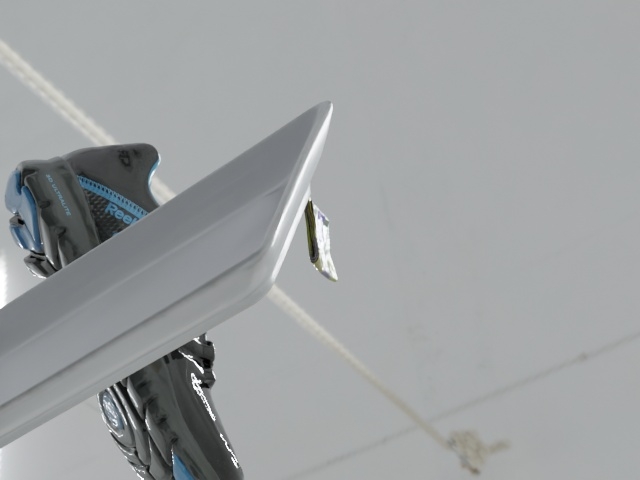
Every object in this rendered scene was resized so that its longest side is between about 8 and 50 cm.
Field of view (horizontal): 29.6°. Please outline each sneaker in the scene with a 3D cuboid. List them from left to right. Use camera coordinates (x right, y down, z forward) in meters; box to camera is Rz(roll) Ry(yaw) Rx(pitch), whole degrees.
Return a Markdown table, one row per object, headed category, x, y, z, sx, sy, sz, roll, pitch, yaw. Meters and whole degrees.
| category | x | y | z | sx | sy | sz | roll | pitch | yaw |
| --- | --- | --- | --- | --- | --- | --- | --- | --- | --- |
| sneaker | -0.132 | 0.065 | 1.008 | 0.341 | 0.139 | 0.125 | 63 | -31 | 10 |

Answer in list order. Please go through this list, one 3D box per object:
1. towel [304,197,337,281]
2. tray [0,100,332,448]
| category | x | y | z | sx | sy | sz | roll | pitch | yaw |
| --- | --- | --- | --- | --- | --- | --- | --- | --- | --- |
| towel | 0.000 | 0.000 | 1.030 | 0.009 | 0.083 | 0.060 | -10 | -108 | 10 |
| tray | -0.104 | 0.037 | 0.579 | 0.270 | 0.030 | 0.145 | -30 | -159 | 27 |
